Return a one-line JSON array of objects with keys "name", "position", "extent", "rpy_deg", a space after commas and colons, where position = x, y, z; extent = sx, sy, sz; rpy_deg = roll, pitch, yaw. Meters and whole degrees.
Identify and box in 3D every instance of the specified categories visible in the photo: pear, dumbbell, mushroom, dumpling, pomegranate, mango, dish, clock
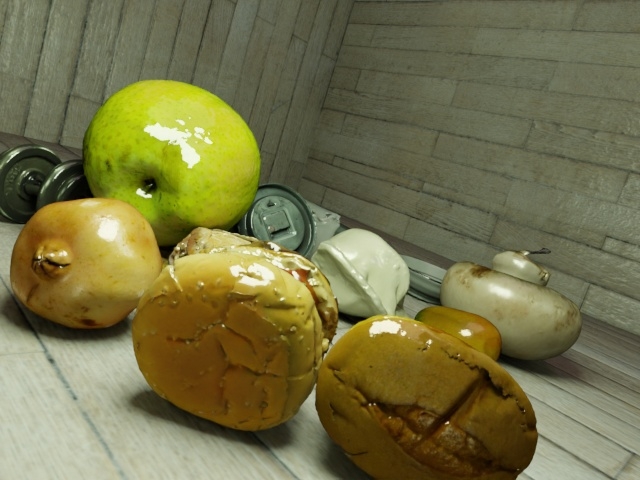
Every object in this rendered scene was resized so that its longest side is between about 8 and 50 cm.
[{"name": "pear", "position": [-0.320, -0.158, 1.022], "extent": [0.391, 0.391, 0.391], "rpy_deg": [17, 9, -3]}, {"name": "dumbbell", "position": [-0.610, -0.108, 1.082], "extent": [0.290, 0.192, 0.192], "rpy_deg": [19, 9, 17]}, {"name": "mushroom", "position": [0.506, 0.150, 1.265], "extent": [0.362, 0.294, 0.362], "rpy_deg": [22, -1, 0]}, {"name": "dumpling", "position": [0.124, 0.127, 1.213], "extent": [0.315, 0.233, 0.395], "rpy_deg": [55, 8, 18]}, {"name": "pomegranate", "position": [-0.345, 0.030, 0.724], "extent": [0.209, 0.209, 0.209], "rpy_deg": [17, 9, -3]}, {"name": "mango", "position": [0.319, 0.219, 1.107], "extent": [0.151, 0.120, 0.221], "rpy_deg": [15, 3, -27]}, {"name": "dish", "position": [0.369, 0.149, 1.678], "extent": [0.316, 0.106, 0.316], "rpy_deg": [19, 10, -4]}, {"name": "clock", "position": [-0.116, -0.036, 1.232], "extent": [0.226, 0.226, 0.049], "rpy_deg": [13, -21, -28]}]

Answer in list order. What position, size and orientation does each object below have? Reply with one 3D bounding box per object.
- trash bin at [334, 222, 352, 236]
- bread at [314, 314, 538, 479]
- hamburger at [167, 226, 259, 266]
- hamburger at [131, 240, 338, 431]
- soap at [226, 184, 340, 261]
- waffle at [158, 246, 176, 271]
[{"name": "trash bin", "position": [0.000, 0.000, 1.652], "extent": [0.236, 0.176, 0.101], "rpy_deg": [27, 12, 28]}, {"name": "bread", "position": [0.125, 0.203, 0.586], "extent": [0.270, 0.195, 0.142], "rpy_deg": [33, 3, 2]}, {"name": "hamburger", "position": [-0.154, 0.080, 0.907], "extent": [0.286, 0.146, 0.243], "rpy_deg": [32, 17, 17]}, {"name": "hamburger", "position": [-0.100, 0.119, 0.609], "extent": [0.244, 0.244, 0.163], "rpy_deg": [18, 9, 4]}, {"name": "soap", "position": [-0.195, -0.058, 1.501], "extent": [0.350, 0.213, 0.435], "rpy_deg": [10, 12, -27]}, {"name": "waffle", "position": [-0.318, 0.053, 1.087], "extent": [0.329, 0.062, 0.329], "rpy_deg": [16, 9, -3]}]
